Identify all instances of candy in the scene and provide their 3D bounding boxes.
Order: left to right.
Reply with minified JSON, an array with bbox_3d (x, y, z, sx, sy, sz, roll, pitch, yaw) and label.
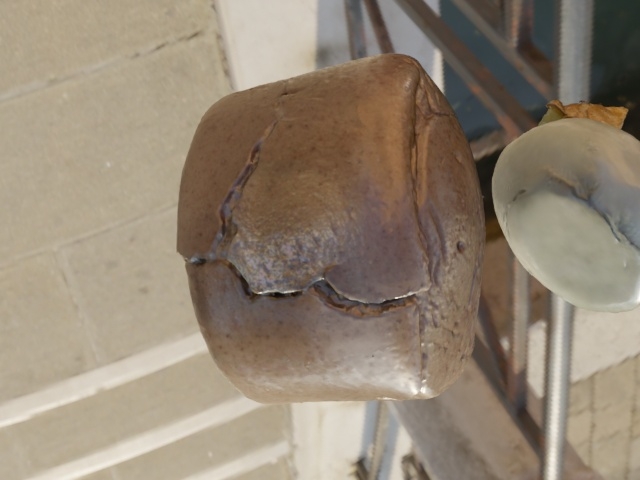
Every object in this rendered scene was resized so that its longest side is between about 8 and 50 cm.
[{"bbox_3d":[0.361,-0.038,1.522,0.185,0.296,0.295,-42,141,-30],"label":"candy"}]

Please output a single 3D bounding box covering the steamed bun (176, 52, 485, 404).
[{"bbox_3d":[0.000,0.000,0.988,0.199,0.252,0.301,-16,100,-55],"label":"steamed bun"}]

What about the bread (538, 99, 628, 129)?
[{"bbox_3d":[0.360,-0.161,1.608,0.109,0.080,0.084,27,133,2],"label":"bread"}]
